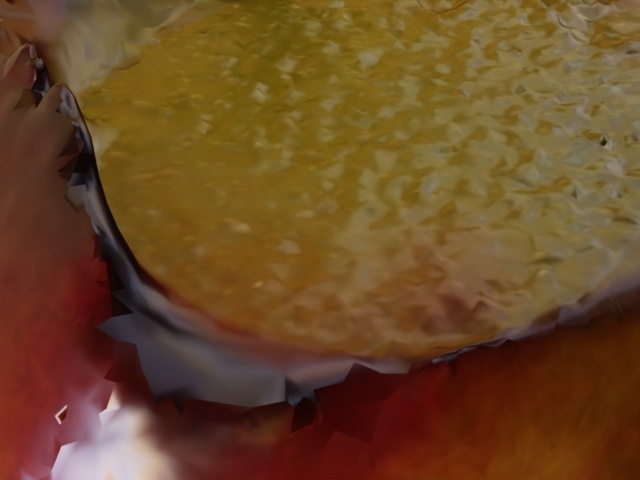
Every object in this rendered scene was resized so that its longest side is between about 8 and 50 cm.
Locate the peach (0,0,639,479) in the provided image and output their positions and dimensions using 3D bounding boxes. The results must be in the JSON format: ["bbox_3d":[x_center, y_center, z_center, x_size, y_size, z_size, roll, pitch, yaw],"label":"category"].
[{"bbox_3d":[-0.009,0.020,0.518,0.406,0.335,0.310,-61,-7,-52],"label":"peach"}]
